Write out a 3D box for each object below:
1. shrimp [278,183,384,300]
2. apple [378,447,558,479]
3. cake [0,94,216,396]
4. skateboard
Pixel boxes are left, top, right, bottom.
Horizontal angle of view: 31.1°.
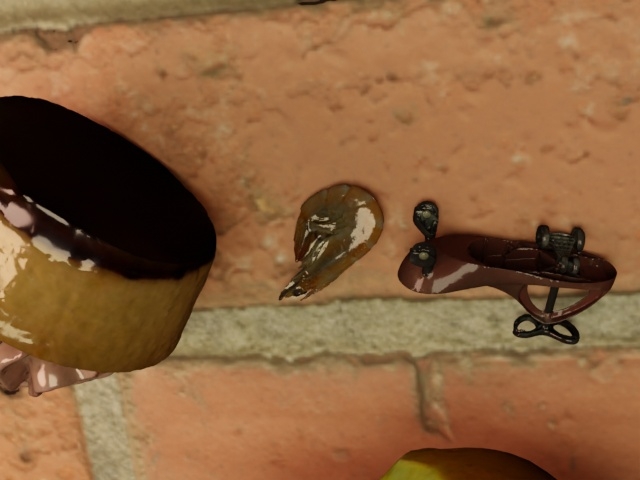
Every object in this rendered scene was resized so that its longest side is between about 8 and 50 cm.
[{"bbox_3d":[0.000,0.000,0.851,0.108,0.023,0.059,-40,89,22],"label":"shrimp"},{"bbox_3d":[0.089,0.317,0.812,0.384,0.374,0.374,51,117,33],"label":"apple"},{"bbox_3d":[-0.192,0.022,0.804,0.208,0.185,0.178,31,111,-25],"label":"cake"},{"bbox_3d":[0.131,0.029,0.818,0.151,0.067,0.080,8,121,4],"label":"skateboard"}]
